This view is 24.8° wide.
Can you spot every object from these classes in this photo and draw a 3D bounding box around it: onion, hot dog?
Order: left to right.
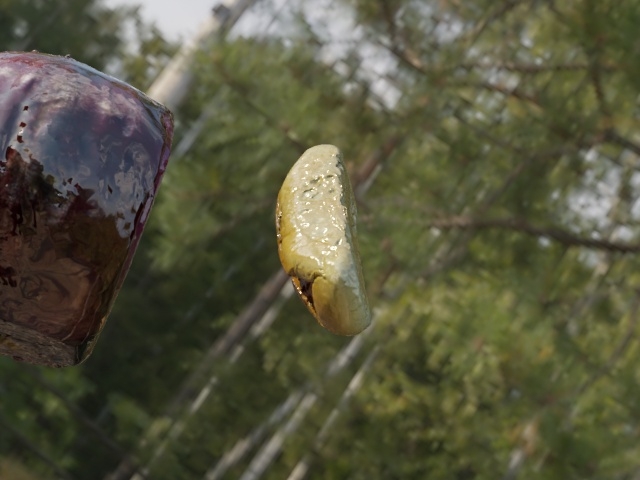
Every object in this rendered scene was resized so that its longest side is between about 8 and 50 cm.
[{"bbox_3d":[-0.291,-0.035,1.352,0.260,0.281,0.337,17,-6,-11],"label":"onion"},{"bbox_3d":[0.000,0.000,1.353,0.242,0.073,0.084,-95,166,-54],"label":"hot dog"}]
